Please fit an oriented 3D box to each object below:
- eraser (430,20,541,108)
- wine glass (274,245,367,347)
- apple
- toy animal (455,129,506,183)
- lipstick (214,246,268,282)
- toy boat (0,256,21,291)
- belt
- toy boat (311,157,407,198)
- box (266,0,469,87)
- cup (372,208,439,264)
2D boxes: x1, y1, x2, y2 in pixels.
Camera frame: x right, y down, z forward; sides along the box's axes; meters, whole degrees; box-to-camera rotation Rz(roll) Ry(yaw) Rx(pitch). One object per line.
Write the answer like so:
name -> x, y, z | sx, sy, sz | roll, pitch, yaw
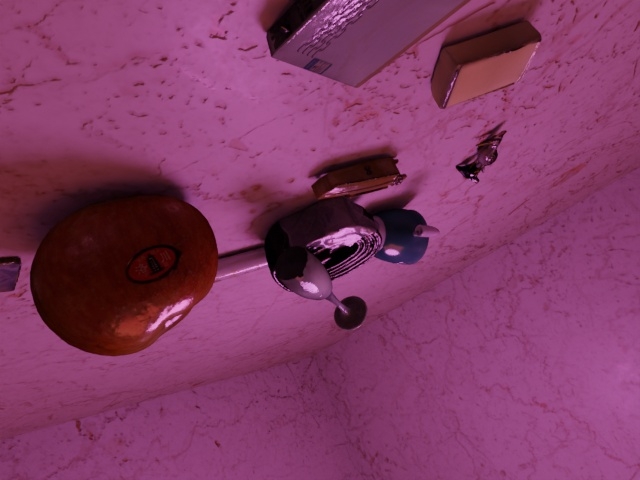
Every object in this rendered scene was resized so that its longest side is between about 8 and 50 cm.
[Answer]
eraser -> 0.291, -0.313, 0.810 | 0.172, 0.058, 0.117 | -21, 159, -8
wine glass -> -0.059, 0.171, 1.086 | 0.264, 0.096, 0.309 | -37, 139, 7
apple -> -0.326, 0.067, 0.798 | 0.310, 0.249, 0.277 | -21, 159, -16
toy animal -> 0.440, -0.228, 1.206 | 0.105, 0.070, 0.202 | -31, 160, -19
lipstick -> -0.257, 0.075, 1.166 | 0.264, 0.059, 0.059 | -15, 158, -22
toy boat -> -0.594, 0.066, 0.832 | 0.063, 0.016, 0.115 | -5, 153, -43
belt -> 0.000, 0.000, 1.138 | 0.289, 0.164, 0.184 | -23, 134, 2
toy boat -> 0.088, -0.134, 1.018 | 0.226, 0.068, 0.088 | -17, 164, -20
box -> 0.080, -0.304, 0.567 | 0.211, 0.045, 0.270 | -1, 160, -45
cup -> 0.199, -0.013, 1.313 | 0.173, 0.167, 0.300 | 2, 173, -35
